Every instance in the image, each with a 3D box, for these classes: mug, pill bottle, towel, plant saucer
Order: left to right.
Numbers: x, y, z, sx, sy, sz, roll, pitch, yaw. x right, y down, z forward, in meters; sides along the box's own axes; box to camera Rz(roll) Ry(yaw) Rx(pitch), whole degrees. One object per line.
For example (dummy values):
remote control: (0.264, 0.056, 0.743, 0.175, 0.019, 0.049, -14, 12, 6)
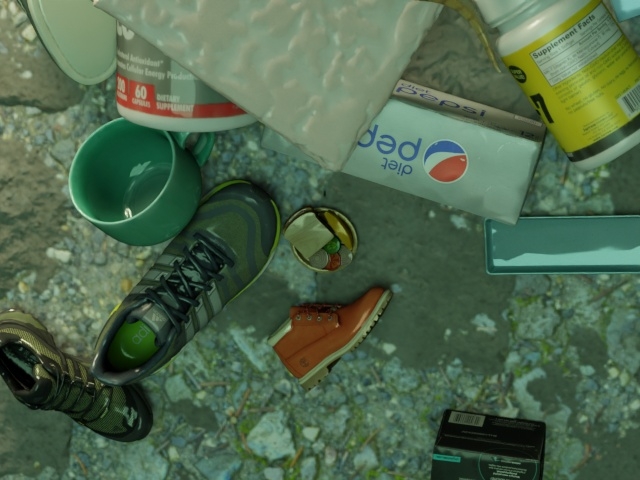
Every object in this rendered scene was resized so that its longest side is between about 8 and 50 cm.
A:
mug: (-0.182, -0.061, 1.798, 0.158, 0.097, 0.129, -8, 66, 21)
pill bottle: (-0.131, -0.266, 1.702, 0.161, 0.161, 0.283, 5, 108, 10)
towel: (-0.018, -0.284, 1.619, 0.317, 0.053, 0.331, 33, 88, -23)
pill bottle: (0.253, -0.186, 1.671, 0.119, 0.119, 0.208, -32, 98, 19)
plant saucer: (0.274, 0.003, 1.782, 0.192, 0.018, 0.067, -1, 107, 11)

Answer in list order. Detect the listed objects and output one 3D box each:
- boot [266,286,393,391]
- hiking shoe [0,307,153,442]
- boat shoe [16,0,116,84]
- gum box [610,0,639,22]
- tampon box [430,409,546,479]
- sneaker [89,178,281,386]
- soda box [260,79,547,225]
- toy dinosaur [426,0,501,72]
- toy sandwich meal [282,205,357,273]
boot: (0.009, 0.092, 1.846, 0.084, 0.059, 0.158, 47, 112, 0)
hiking shoe: (-0.302, 0.174, 1.905, 0.227, 0.114, 0.086, 32, 112, 0)
boat shoe: (-0.300, -0.321, 1.773, 0.099, 0.116, 0.319, 11, 126, 54)
gum box: (0.342, -0.331, 1.646, 0.157, 0.041, 0.184, -19, 103, 17)
tampon box: (0.184, 0.288, 1.847, 0.121, 0.101, 0.161, 7, 110, 10)
sneaker: (-0.151, 0.059, 1.832, 0.111, 0.121, 0.300, 37, 111, -2)
soda box: (0.088, -0.111, 1.744, 0.286, 0.091, 0.098, 17, 111, 6)
toy dinosaur: (0.102, -0.258, 1.621, 0.212, 0.064, 0.112, 19, 105, -23)
toy sandwich meal: (0.000, 0.000, 1.831, 0.086, 0.029, 0.085, 4, 108, 11)
